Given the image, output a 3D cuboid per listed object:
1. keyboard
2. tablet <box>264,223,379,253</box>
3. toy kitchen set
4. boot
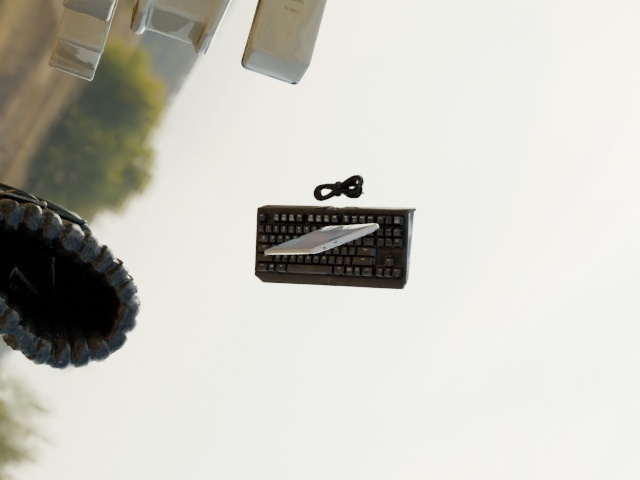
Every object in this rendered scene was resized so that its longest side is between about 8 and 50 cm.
[{"bbox_3d":[0.011,-0.010,1.896,0.180,0.023,0.108,2,-96,36],"label":"keyboard"},{"bbox_3d":[0.000,0.000,1.341,0.054,0.006,0.083,-21,-173,-23],"label":"tablet"},{"bbox_3d":[-0.111,-0.198,1.685,0.166,0.207,0.122,126,-19,-66],"label":"toy kitchen set"},{"bbox_3d":[-0.328,0.000,1.647,0.260,0.348,0.131,-138,-120,-74],"label":"boot"}]
